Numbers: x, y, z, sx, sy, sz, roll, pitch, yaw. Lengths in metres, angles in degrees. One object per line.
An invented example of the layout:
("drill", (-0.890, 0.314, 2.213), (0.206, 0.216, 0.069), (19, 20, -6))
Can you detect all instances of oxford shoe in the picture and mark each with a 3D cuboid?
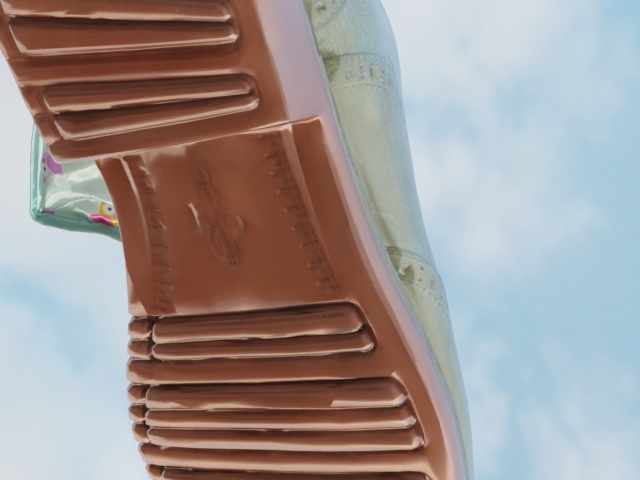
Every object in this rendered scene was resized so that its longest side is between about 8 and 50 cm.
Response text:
("oxford shoe", (0.000, 0.000, 0.648), (0.140, 0.397, 0.146), (1, -149, 26))

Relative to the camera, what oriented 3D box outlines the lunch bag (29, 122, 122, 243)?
("lunch bag", (-0.120, -0.155, 1.286), (0.160, 0.262, 0.223), (16, -144, 11))
